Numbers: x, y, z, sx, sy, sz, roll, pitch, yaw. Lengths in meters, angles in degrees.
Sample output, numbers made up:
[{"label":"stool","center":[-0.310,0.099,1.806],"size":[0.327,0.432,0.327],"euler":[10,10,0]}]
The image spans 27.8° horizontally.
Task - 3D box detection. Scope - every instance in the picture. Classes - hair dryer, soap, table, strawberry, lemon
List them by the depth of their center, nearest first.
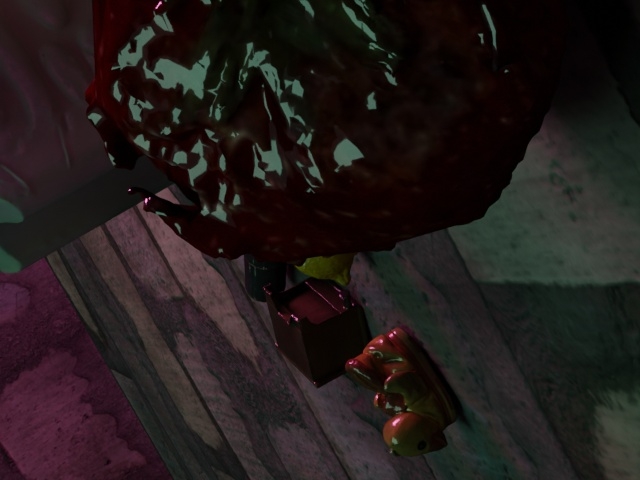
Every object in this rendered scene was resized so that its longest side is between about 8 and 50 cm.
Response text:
[{"label":"strawberry","center":[0.008,-0.116,0.686],"size":[0.274,0.274,0.220],"euler":[56,-160,10]},{"label":"soap","center":[-0.184,-0.126,0.949],"size":[0.208,0.346,0.115],"euler":[54,163,17]},{"label":"lemon","center":[0.000,0.000,1.125],"size":[0.092,0.065,0.065],"euler":[57,164,-14]},{"label":"table","center":[-0.003,0.078,1.254],"size":[0.083,0.070,0.082],"euler":[41,151,48]},{"label":"hair dryer","center":[-0.094,-0.051,1.341],"size":[0.195,0.050,0.173],"euler":[55,160,22]}]

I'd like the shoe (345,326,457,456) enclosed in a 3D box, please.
[{"label":"shoe","center":[0.071,0.136,1.146],"size":[0.109,0.069,0.072],"euler":[67,168,-7]}]
